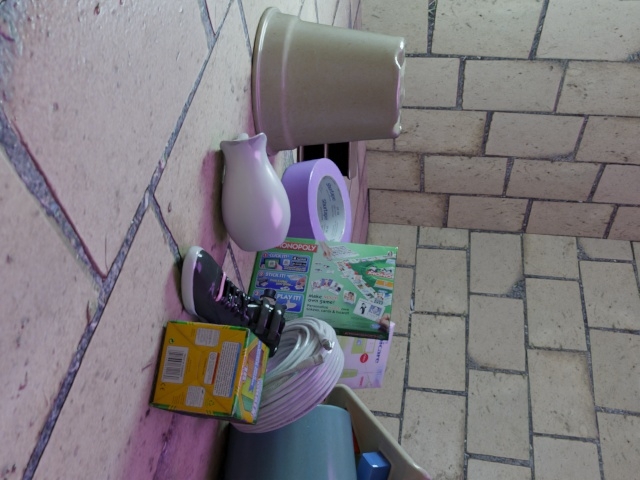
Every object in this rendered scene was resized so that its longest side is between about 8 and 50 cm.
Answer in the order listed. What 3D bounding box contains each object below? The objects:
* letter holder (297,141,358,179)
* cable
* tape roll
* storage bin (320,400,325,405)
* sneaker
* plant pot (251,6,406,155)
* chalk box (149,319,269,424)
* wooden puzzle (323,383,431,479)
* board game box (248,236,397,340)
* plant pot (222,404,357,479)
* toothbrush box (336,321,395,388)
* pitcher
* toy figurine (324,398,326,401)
[{"bbox_3d":[0.025,-0.332,1.861,0.214,0.151,0.302,-43,137,-74],"label":"letter holder"},{"bbox_3d":[-0.077,0.246,1.185,0.089,0.257,0.257,56,5,-16],"label":"cable"},{"bbox_3d":[-0.009,-0.079,1.702,0.274,0.090,0.275,-6,90,-65],"label":"tape roll"},{"bbox_3d":[-0.008,0.526,2.131,0.260,0.123,0.263,-61,153,-67],"label":"storage bin"},{"bbox_3d":[-0.137,0.107,1.075,0.296,0.146,0.105,79,19,-54],"label":"sneaker"},{"bbox_3d":[0.036,-0.352,1.431,0.334,0.305,0.334,4,90,-81],"label":"plant pot"},{"bbox_3d":[-0.163,0.219,1.012,0.213,0.131,0.133,68,28,-69],"label":"chalk box"},{"bbox_3d":[0.070,0.543,1.401,0.347,0.080,0.322,35,-65,52],"label":"wooden puzzle"},{"bbox_3d":[0.005,0.101,1.407,0.046,0.317,0.214,83,15,-58],"label":"board game box"},{"bbox_3d":[-0.061,0.516,1.271,0.341,0.340,0.334,75,13,-63],"label":"plant pot"},{"bbox_3d":[0.053,0.314,1.827,0.122,0.283,0.207,24,-75,56],"label":"toothbrush box"},{"bbox_3d":[-0.127,-0.096,1.178,0.178,0.125,0.207,-110,-170,-75],"label":"pitcher"},{"bbox_3d":[-0.007,0.593,1.697,0.217,0.191,0.363,-24,-130,63],"label":"toy figurine"}]
